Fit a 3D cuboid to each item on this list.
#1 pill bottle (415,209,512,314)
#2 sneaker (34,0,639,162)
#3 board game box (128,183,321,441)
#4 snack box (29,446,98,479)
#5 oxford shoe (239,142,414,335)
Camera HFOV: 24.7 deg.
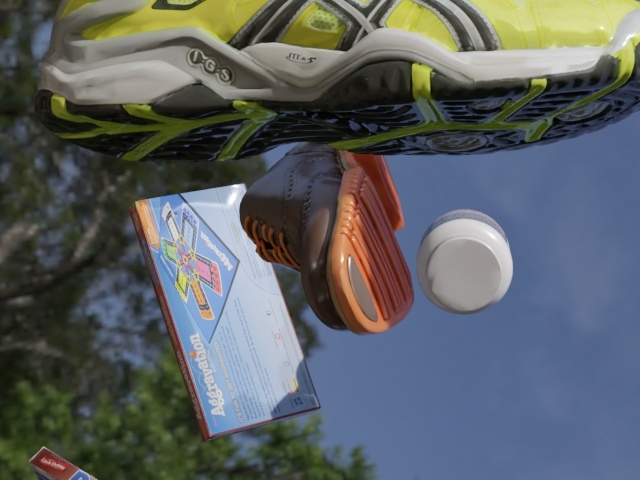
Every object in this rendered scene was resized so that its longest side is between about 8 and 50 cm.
[{"bbox_3d":[0.160,0.026,1.624,0.180,0.108,0.107,-46,128,-82],"label":"pill bottle"},{"bbox_3d":[0.017,-0.132,0.863,0.145,0.385,0.147,57,35,-75],"label":"sneaker"},{"bbox_3d":[-0.109,0.076,1.656,0.027,0.145,0.281,-39,-114,55],"label":"board game box"},{"bbox_3d":[-0.166,0.231,1.202,0.178,0.022,0.064,23,-36,33],"label":"snack box"},{"bbox_3d":[0.000,0.000,1.276,0.363,0.133,0.130,-83,152,-71],"label":"oxford shoe"}]
